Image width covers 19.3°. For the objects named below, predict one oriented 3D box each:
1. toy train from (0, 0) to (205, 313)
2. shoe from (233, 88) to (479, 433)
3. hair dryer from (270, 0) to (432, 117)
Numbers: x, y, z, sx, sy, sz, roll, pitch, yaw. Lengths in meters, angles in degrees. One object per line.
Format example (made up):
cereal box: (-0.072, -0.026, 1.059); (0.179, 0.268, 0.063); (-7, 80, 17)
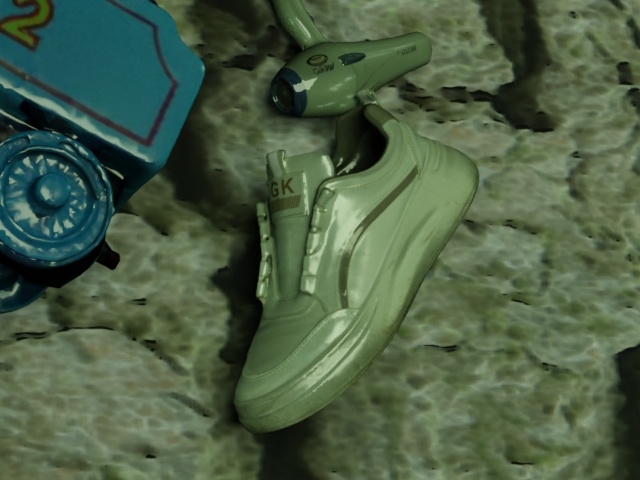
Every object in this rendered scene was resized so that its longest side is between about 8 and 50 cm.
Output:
toy train: (-0.255, -0.103, 1.427); (0.300, 0.188, 0.265); (28, 63, -14)
shoe: (0.000, 0.000, 1.539); (0.159, 0.124, 0.316); (49, 57, -19)
hair dryer: (0.009, -0.199, 1.652); (0.167, 0.067, 0.199); (-5, 65, -34)
